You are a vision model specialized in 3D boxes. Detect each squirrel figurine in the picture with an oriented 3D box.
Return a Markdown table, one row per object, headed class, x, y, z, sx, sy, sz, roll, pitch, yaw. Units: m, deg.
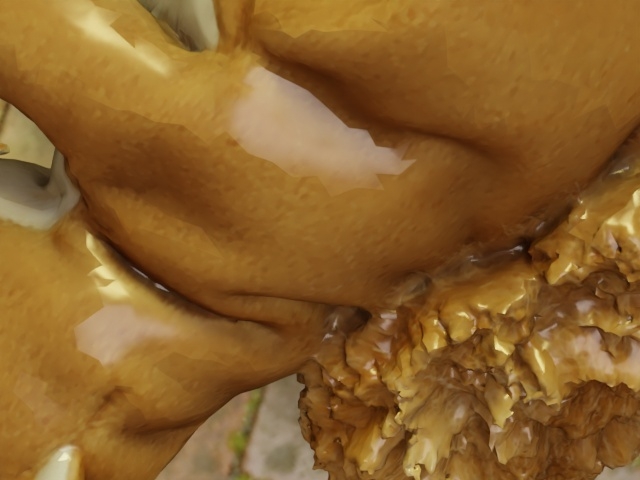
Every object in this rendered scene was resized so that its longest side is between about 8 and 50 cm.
| class | x | y | z | sx | sy | sz | roll | pitch | yaw |
| --- | --- | --- | --- | --- | --- | --- | --- | --- | --- |
| squirrel figurine | 0.000 | 0.000 | 0.698 | 0.397 | 0.281 | 0.370 | 34 | 100 | -13 |
